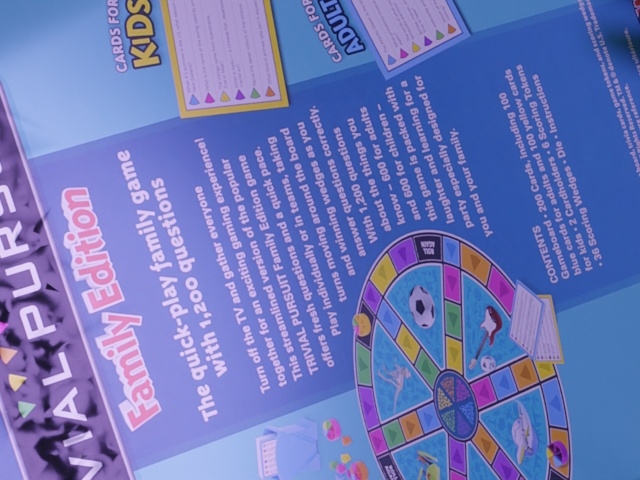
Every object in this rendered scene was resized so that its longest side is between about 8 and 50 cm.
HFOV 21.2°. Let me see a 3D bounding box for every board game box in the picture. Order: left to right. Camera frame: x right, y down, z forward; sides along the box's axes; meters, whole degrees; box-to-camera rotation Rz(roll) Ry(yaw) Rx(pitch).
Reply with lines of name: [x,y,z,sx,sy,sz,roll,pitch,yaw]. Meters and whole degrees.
board game box: [0.000,0.000,0.641,0.336,0.079,0.254,-18,88,-24]

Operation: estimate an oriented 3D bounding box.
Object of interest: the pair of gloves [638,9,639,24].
pair of gloves: [0.155,-0.146,0.695,0.023,0.159,0.198,-18,52,36]
